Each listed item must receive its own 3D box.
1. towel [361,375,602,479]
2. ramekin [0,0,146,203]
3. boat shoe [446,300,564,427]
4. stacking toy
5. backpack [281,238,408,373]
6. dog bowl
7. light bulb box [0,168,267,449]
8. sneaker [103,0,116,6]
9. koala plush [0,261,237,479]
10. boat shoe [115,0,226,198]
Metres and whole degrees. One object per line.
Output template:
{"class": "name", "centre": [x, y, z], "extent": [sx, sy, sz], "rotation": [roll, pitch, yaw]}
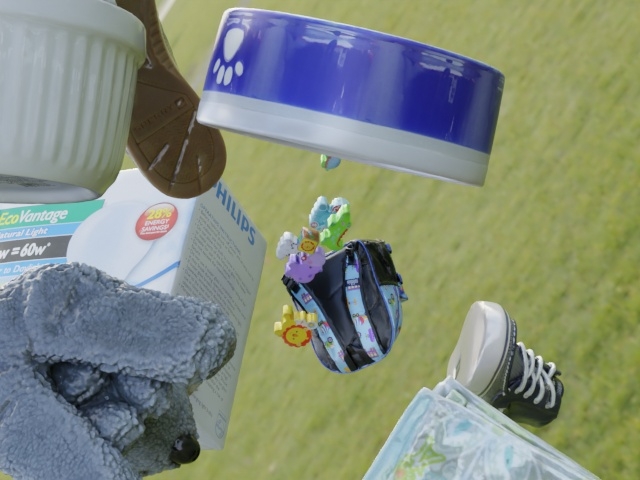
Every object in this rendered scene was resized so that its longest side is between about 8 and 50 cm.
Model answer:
{"class": "towel", "centre": [0.175, 0.398, 1.663], "extent": [0.374, 0.321, 0.090], "rotation": [-56, -11, -6]}
{"class": "ramekin", "centre": [-0.213, -0.085, 0.837], "extent": [0.207, 0.207, 0.109], "rotation": [165, 108, -71]}
{"class": "boat shoe", "centre": [0.271, 0.178, 1.885], "extent": [0.340, 0.158, 0.127], "rotation": [98, 180, -71]}
{"class": "stacking toy", "centre": [0.000, 0.000, 1.673], "extent": [0.167, 0.052, 0.221], "rotation": [-91, 22, -51]}
{"class": "backpack", "centre": [0.051, 0.098, 1.953], "extent": [0.158, 0.173, 0.117], "rotation": [-27, -12, 29]}
{"class": "dog bowl", "centre": [0.028, -0.126, 1.217], "extent": [0.265, 0.265, 0.104], "rotation": [-158, 80, -77]}
{"class": "light bulb box", "centre": [-0.303, 0.100, 1.946], "extent": [0.358, 0.225, 0.361], "rotation": [-6, 53, 22]}
{"class": "sneaker", "centre": [-0.303, -0.163, 1.088], "extent": [0.210, 0.137, 0.366], "rotation": [-56, -15, 2]}
{"class": "koala plush", "centre": [-0.167, 0.127, 1.077], "extent": [0.196, 0.203, 0.221], "rotation": [-62, -19, -10]}
{"class": "boat shoe", "centre": [-0.215, -0.196, 1.381], "extent": [0.122, 0.341, 0.110], "rotation": [-28, 13, -13]}
